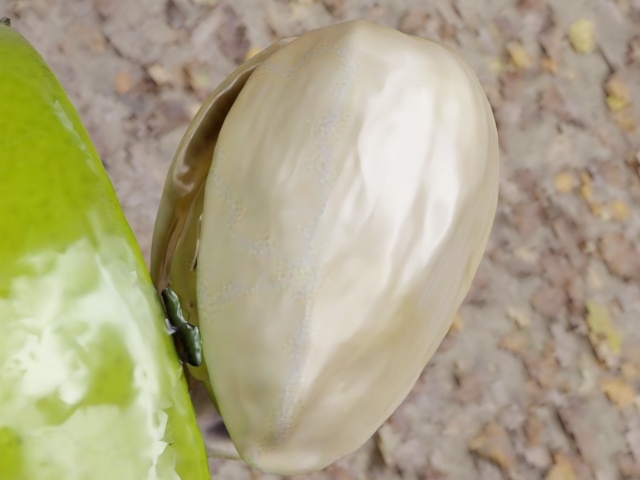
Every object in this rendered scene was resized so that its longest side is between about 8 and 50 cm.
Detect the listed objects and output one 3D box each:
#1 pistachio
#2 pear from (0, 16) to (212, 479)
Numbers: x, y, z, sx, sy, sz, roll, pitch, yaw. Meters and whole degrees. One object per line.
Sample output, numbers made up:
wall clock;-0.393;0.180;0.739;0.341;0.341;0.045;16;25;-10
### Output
pistachio;0.000;0.000;0.801;0.157;0.157;0.229;30;75;-29
pear;-0.219;0.108;0.724;0.318;0.238;0.342;-17;117;-18
